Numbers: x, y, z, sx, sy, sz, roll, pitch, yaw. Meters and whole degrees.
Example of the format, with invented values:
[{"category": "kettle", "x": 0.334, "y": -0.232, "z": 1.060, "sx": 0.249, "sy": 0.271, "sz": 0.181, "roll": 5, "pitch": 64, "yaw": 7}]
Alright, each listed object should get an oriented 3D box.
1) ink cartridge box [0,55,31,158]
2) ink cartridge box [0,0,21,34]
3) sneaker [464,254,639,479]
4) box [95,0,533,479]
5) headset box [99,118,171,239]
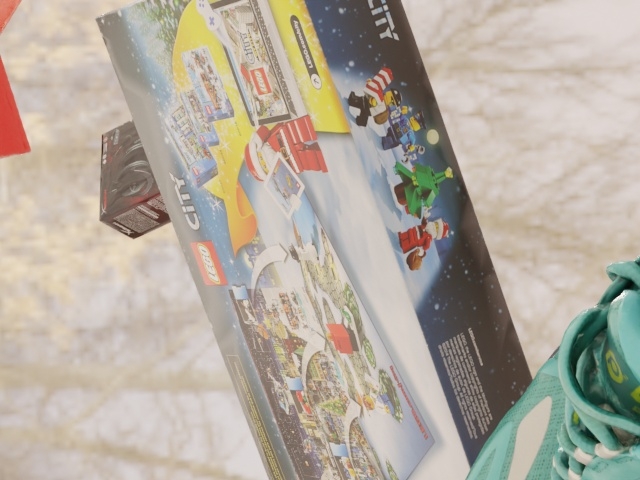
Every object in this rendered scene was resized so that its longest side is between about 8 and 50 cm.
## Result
[{"category": "ink cartridge box", "x": -0.388, "y": -0.183, "z": 1.285, "sx": 0.066, "sy": 0.261, "sz": 0.296, "roll": -37, "pitch": -109, "yaw": 64}, {"category": "ink cartridge box", "x": -0.229, "y": -0.155, "z": 0.823, "sx": 0.232, "sy": 0.066, "sz": 0.189, "roll": -10, "pitch": -136, "yaw": 35}, {"category": "sneaker", "x": 0.104, "y": 0.036, "z": 0.464, "sx": 0.275, "sy": 0.110, "sz": 0.107, "roll": -55, "pitch": -129, "yaw": 39}, {"category": "box", "x": 0.000, "y": 0.000, "z": 0.661, "sx": 0.159, "sy": 0.044, "sz": 0.233, "roll": -4, "pitch": -71, "yaw": 58}, {"category": "headset box", "x": -0.088, "y": -0.046, "z": 0.950, "sx": 0.083, "sy": 0.032, "sz": 0.062, "roll": -23, "pitch": -125, "yaw": 32}]
